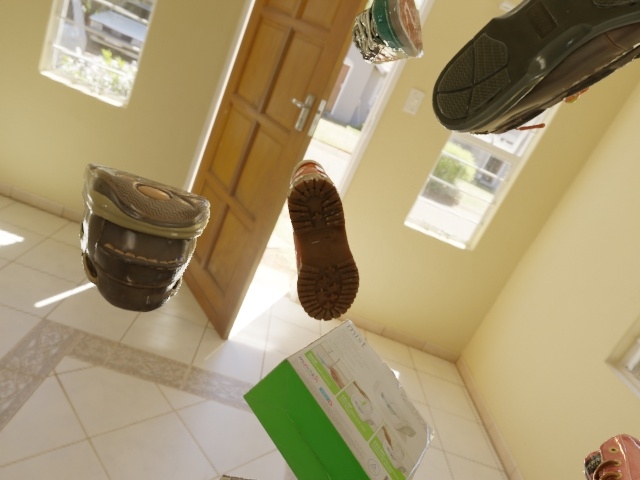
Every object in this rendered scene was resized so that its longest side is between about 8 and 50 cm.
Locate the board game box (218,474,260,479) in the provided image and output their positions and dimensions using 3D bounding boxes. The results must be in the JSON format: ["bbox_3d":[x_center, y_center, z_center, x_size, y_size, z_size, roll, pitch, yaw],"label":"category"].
[{"bbox_3d":[-0.150,0.546,0.848,0.208,0.347,0.056,-34,99,-45],"label":"board game box"}]

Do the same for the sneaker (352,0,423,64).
[{"bbox_3d":[0.108,-0.353,0.787,0.121,0.108,0.302,-6,13,17],"label":"sneaker"}]

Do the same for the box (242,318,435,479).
[{"bbox_3d":[0.044,0.295,0.778,0.262,0.127,0.231,52,26,12],"label":"box"}]

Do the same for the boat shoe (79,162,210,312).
[{"bbox_3d":[-0.221,-0.010,0.526,0.132,0.130,0.355,17,1,-21],"label":"boat shoe"}]

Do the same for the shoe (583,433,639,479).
[{"bbox_3d":[0.217,0.194,0.334,0.178,0.063,0.081,11,23,-27],"label":"shoe"}]

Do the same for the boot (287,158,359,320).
[{"bbox_3d":[0.000,0.000,0.442,0.059,0.158,0.084,-8,28,-4],"label":"boot"}]

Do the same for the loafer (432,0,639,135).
[{"bbox_3d":[0.208,-0.167,0.343,0.084,0.267,0.096,8,64,-37],"label":"loafer"}]

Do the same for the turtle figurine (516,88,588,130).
[{"bbox_3d":[0.487,-0.370,0.939,0.087,0.269,0.217,-22,83,-47],"label":"turtle figurine"}]
